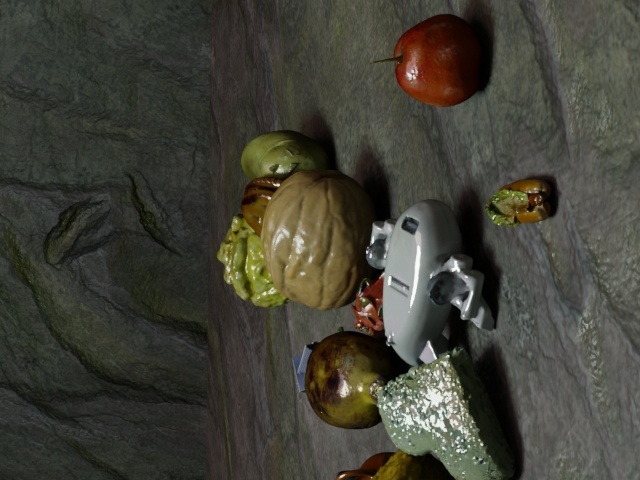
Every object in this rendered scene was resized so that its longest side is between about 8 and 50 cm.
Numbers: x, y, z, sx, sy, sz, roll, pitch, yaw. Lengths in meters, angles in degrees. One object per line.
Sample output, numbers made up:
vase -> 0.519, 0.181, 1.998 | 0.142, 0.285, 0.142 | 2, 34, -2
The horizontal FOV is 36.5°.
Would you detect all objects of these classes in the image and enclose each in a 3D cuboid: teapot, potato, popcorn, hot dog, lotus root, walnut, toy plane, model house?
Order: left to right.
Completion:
popcorn -> -0.122, 0.032, 2.153 | 0.259, 0.212, 0.259 | -179, 90, -67
potato -> -0.074, -0.154, 2.013 | 0.144, 0.169, 0.248 | -62, 28, -6
model house -> -0.002, 0.263, 1.962 | 0.167, 0.088, 0.117 | 107, 156, -49
walnut -> 0.000, 0.000, 1.717 | 0.225, 0.224, 0.261 | -114, 28, -53
lotus root -> 0.053, 0.240, 1.669 | 0.314, 0.141, 0.170 | 158, 112, -73
teapot -> 0.095, 0.402, 1.559 | 0.116, 0.173, 0.116 | -36, 41, 40
toy plane -> 0.147, 0.063, 1.362 | 0.252, 0.118, 0.252 | 23, 117, 53
hot dog -> 0.235, -0.045, 1.166 | 0.133, 0.041, 0.057 | 179, 89, -74

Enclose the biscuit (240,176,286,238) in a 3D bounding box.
biscuit -> -0.063, -0.038, 1.933 | 0.066, 0.220, 0.220 | -60, -1, -28

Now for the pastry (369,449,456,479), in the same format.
pastry -> 0.116, 0.376, 1.384 | 0.103, 0.189, 0.189 | 40, 152, 5

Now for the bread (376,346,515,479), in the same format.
bread -> 0.167, 0.227, 1.287 | 0.232, 0.064, 0.173 | 27, 107, 42

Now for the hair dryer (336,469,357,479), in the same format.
hair dryer -> 0.086, 0.498, 1.784 | 0.197, 0.057, 0.101 | -168, 75, -65

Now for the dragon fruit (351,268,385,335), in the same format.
dragon fruit -> 0.097, 0.098, 1.611 | 0.081, 0.086, 0.116 | -18, -61, -67

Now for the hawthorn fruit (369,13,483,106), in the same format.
hawthorn fruit -> 0.154, -0.242, 1.290 | 0.125, 0.140, 0.125 | -33, 41, 35
